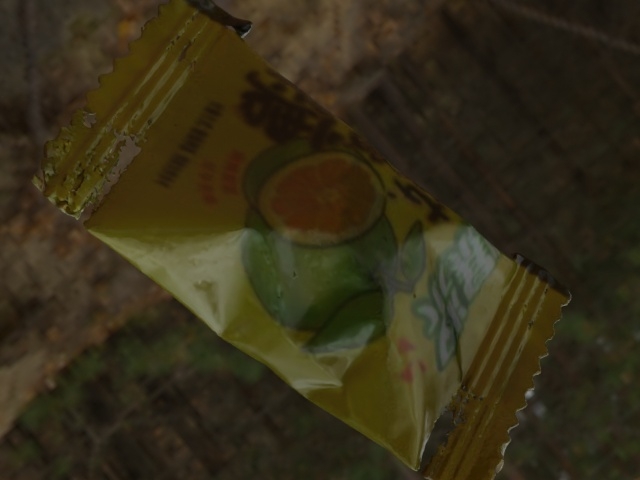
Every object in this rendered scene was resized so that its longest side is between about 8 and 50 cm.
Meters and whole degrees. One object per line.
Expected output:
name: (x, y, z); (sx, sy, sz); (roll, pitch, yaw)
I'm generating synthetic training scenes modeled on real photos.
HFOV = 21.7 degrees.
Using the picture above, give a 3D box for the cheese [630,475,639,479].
cheese: (0.089, 0.202, 0.316); (0.332, 0.292, 0.153); (-37, -164, 21)

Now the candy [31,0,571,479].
candy: (0.000, 0.000, 0.910); (0.081, 0.297, 0.187); (-45, -169, 48)
